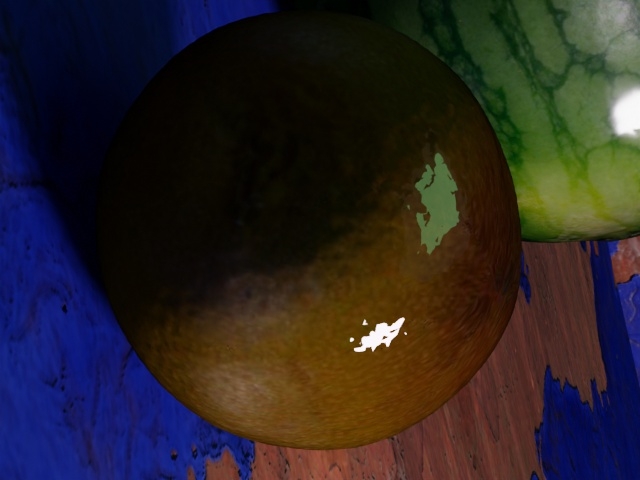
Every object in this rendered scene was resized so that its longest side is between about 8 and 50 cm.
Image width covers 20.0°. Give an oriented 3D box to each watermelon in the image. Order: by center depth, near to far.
[{"bbox_3d":[0.144,-0.168,1.169,0.363,0.363,0.363,-9,90,-74],"label":"watermelon"}]

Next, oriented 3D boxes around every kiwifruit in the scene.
[{"bbox_3d":[0.000,0.000,0.842,0.234,0.196,0.196,38,45,-66],"label":"kiwifruit"}]
